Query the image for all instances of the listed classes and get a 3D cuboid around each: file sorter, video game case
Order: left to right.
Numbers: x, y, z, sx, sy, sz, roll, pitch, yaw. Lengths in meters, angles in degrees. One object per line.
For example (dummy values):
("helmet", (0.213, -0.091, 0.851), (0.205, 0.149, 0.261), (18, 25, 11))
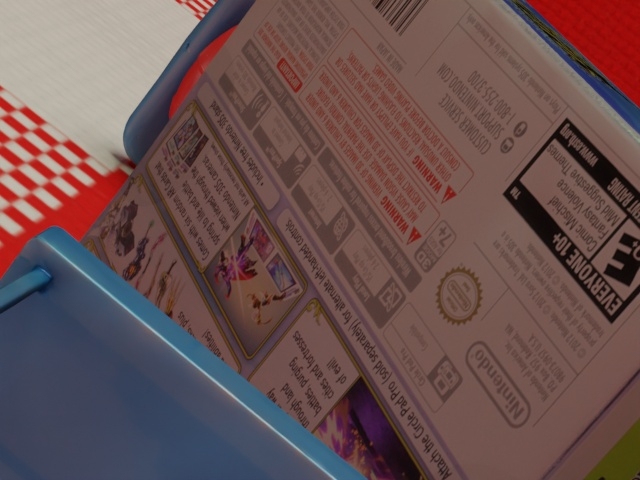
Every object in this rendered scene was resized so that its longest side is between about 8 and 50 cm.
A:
("file sorter", (-0.069, 0.107, 0.304), (0.118, 0.170, 0.104), (39, 18, 2))
("video game case", (0.008, 0.031, 0.554), (0.061, 0.244, 0.269), (28, 18, -37))

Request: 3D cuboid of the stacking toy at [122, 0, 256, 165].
("stacking toy", (0.000, 0.000, 0.859), (0.166, 0.175, 0.302), (28, 29, -24))
